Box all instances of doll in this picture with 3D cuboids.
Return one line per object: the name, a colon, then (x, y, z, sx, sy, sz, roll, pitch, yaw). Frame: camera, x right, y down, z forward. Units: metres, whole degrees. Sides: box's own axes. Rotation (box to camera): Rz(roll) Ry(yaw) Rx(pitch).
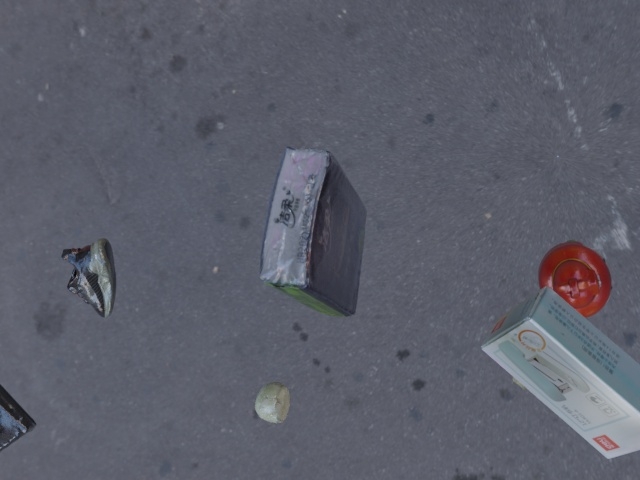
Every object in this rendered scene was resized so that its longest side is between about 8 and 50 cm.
doll: (0.600, 0.094, 1.451, 0.160, 0.363, 0.183, -10, 88, 21)

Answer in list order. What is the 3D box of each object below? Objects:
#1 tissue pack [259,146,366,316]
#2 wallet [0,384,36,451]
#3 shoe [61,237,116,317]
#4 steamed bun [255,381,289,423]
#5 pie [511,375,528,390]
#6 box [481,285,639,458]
tissue pack: (0.000, 0.000, 1.353, 0.124, 0.394, 0.288, 4, 76, 18)
wallet: (-0.490, 0.157, 0.759, 0.146, 0.030, 0.285, -35, 96, 23)
shoe: (-0.548, 0.091, 1.459, 0.112, 0.099, 0.228, 1, 129, -15)
steamed bun: (-0.143, 0.475, 1.807, 0.090, 0.130, 0.113, 7, 62, 17)
pie: (0.583, 0.315, 1.565, 0.185, 0.218, 0.052, -51, 49, 17)
box: (0.390, 0.201, 0.919, 0.269, 0.079, 0.135, 41, 144, 4)
